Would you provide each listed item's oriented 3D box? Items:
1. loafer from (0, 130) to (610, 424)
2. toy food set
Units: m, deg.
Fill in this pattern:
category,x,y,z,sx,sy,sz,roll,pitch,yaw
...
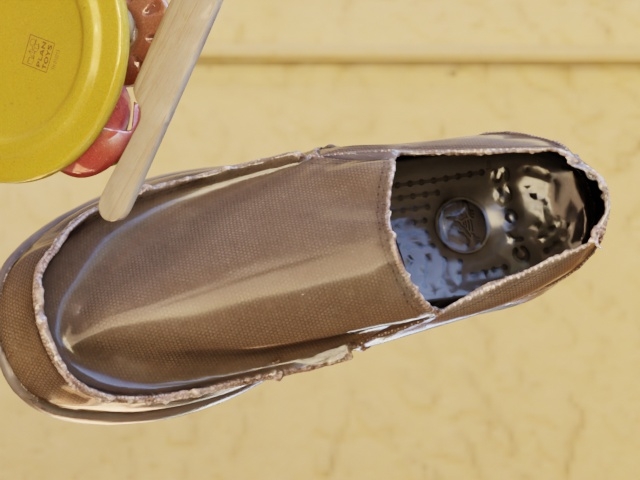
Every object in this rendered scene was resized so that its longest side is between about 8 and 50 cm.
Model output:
category,x,y,z,sx,sy,sz,roll,pitch,yaw
loafer,0.000,0.000,0.956,0.130,0.366,0.134,-30,-102,68
toy food set,-0.132,-0.091,0.830,0.071,0.218,0.128,1,110,-61
